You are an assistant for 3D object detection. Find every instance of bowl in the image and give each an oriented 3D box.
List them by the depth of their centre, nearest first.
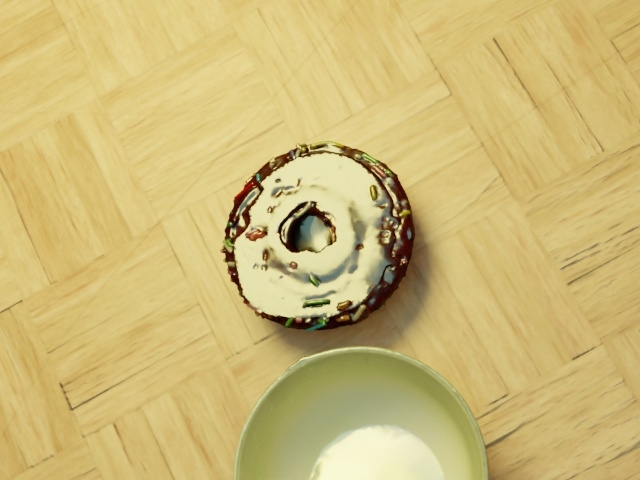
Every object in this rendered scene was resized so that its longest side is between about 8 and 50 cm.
[{"bbox_3d":[0.053,0.262,1.354,0.277,0.145,0.277,-4,73,12],"label":"bowl"}]

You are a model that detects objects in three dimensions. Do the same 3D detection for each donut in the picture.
[{"bbox_3d":[0.000,0.000,1.466,0.235,0.089,0.235,-3,75,11],"label":"donut"}]
